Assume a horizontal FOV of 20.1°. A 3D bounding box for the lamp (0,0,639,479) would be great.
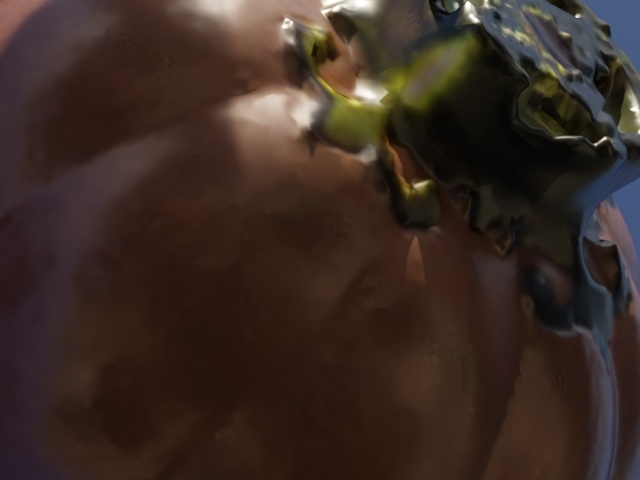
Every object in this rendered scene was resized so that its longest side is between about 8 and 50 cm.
[{"bbox_3d":[0.000,0.000,0.644,0.305,0.239,0.305,35,-150,-24],"label":"lamp"}]
